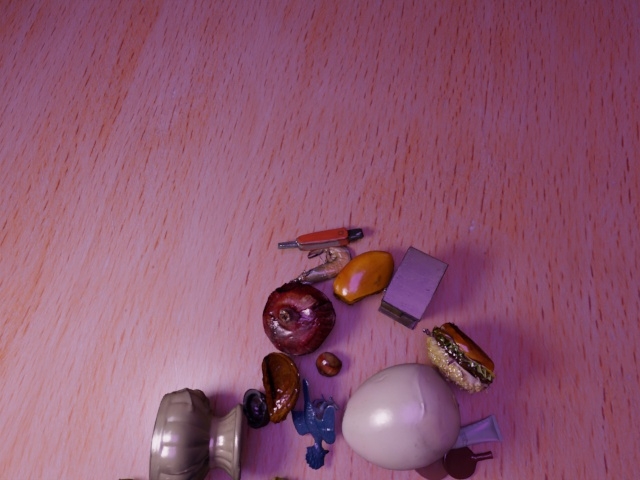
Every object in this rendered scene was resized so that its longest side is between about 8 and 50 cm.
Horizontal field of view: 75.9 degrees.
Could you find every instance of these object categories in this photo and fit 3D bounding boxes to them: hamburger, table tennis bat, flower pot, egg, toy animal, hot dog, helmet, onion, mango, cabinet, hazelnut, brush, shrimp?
[{"bbox_3d":[0.422,0.360,1.274,0.138,0.243,0.261,-47,67,8],"label":"hamburger"},{"bbox_3d":[0.374,0.622,1.291,0.138,0.022,0.246,29,75,10],"label":"table tennis bat"},{"bbox_3d":[-0.356,0.601,1.228,0.244,0.307,0.307,4,69,-11],"label":"flower pot"},{"bbox_3d":[0.230,0.518,1.203,0.345,0.283,0.282,-26,68,12],"label":"egg"},{"bbox_3d":[-0.016,0.560,1.269,0.176,0.239,0.255,-40,105,-41],"label":"toy animal"},{"bbox_3d":[-0.128,0.461,1.298,0.099,0.160,0.226,11,36,-20],"label":"hot dog"},{"bbox_3d":[0.453,0.673,1.258,0.155,0.019,0.098,-10,76,-3],"label":"table tennis bat"},{"bbox_3d":[-0.197,0.544,1.333,0.098,0.070,0.123,-38,53,22],"label":"helmet"},{"bbox_3d":[-0.077,0.254,1.360,0.252,0.219,0.251,-4,71,13],"label":"onion"},{"bbox_3d":[0.158,0.127,1.440,0.252,0.126,0.153,-38,82,-11],"label":"mango"},{"bbox_3d":[0.303,0.162,1.388,0.148,0.174,0.215,27,74,14],"label":"cabinet"},{"bbox_3d":[0.025,0.415,1.369,0.086,0.086,0.086,-1,69,4],"label":"hazelnut"},{"bbox_3d":[0.000,0.001,1.530,0.324,0.051,0.070,-8,38,1],"label":"brush"},{"bbox_3d":[-0.007,0.091,1.512,0.251,0.052,0.143,-21,57,-10],"label":"shrimp"}]

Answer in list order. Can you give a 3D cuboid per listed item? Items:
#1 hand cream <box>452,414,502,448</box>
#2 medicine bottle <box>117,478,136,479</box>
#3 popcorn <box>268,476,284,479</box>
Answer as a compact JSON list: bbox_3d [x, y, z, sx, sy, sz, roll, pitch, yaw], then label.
[{"bbox_3d":[0.464,0.601,1.268,0.205,0.050,0.078,-7,67,-15],"label":"hand cream"},{"bbox_3d":[-0.627,0.844,1.232,0.124,0.124,0.238,28,73,14],"label":"medicine bottle"},{"bbox_3d":[-0.137,0.767,1.227,0.116,0.120,0.106,-6,35,-5],"label":"popcorn"}]
